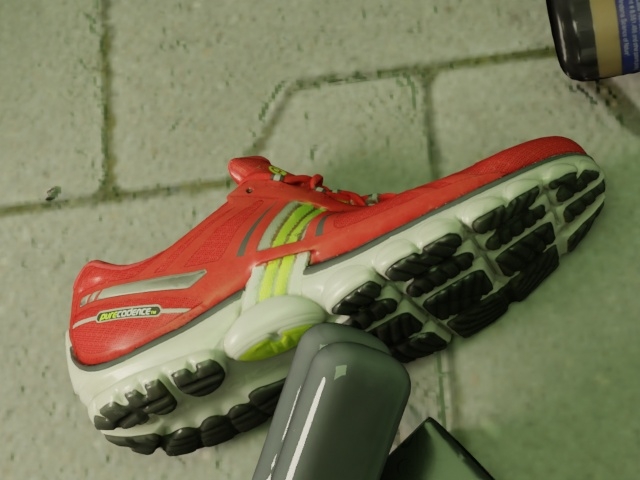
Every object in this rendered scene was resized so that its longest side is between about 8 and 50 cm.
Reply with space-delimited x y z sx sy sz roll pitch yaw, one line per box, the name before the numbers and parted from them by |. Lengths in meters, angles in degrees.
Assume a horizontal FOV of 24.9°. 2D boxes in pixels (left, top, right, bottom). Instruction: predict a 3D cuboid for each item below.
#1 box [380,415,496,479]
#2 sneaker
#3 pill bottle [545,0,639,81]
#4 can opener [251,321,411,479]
box | 0.061 0.135 0.680 0.062 0.052 0.083 -43 69 -1
sneaker | 0.000 0.000 0.709 0.279 0.107 0.118 -22 60 2
pill bottle | 0.213 -0.154 0.691 0.219 0.123 0.123 -10 73 9
can opener | -0.011 0.177 0.647 0.093 0.074 0.280 13 97 -13
